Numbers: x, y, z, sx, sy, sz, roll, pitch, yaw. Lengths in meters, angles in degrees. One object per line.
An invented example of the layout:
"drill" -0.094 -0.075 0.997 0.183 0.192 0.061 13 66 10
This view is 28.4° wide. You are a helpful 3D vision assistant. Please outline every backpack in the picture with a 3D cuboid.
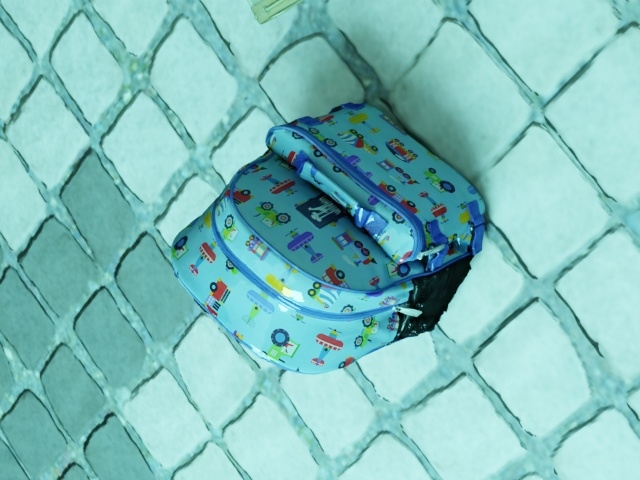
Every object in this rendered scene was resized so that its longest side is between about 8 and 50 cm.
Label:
"backpack" 0.000 0.000 0.807 0.158 0.173 0.117 44 126 21

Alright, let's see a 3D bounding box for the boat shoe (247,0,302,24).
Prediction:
"boat shoe" 0.007 -0.174 0.828 0.153 0.056 0.048 -2 112 41
